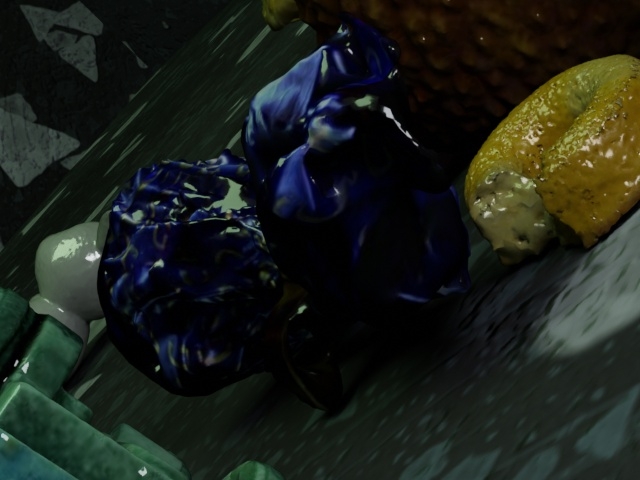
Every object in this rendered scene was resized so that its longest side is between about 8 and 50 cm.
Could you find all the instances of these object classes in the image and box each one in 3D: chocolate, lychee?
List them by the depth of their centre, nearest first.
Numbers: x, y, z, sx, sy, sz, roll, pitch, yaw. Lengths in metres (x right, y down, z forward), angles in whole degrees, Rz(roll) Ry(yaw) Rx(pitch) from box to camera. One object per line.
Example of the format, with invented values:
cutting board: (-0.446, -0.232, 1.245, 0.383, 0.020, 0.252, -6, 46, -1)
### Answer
chocolate: (-0.001, 0.000, 0.841, 0.126, 0.148, 0.343, -4, -7, -19)
lychee: (0.075, -0.128, 0.891, 0.194, 0.194, 0.194, -44, 10, 10)

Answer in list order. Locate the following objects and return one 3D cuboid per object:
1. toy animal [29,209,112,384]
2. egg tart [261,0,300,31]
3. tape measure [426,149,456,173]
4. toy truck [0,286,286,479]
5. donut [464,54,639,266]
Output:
toy animal: (-0.169, 0.035, 1.532, 0.182, 0.131, 0.127, -53, 42, 2)
egg tart: (0.094, -0.263, 1.435, 0.341, 0.132, 0.341, -45, 11, 12)
tape measure: (0.022, -0.053, 1.053, 0.118, 0.074, 0.125, -49, 15, 4)
toy truck: (-0.130, 0.121, 0.799, 0.156, 0.155, 0.279, -58, 13, -15)
donut: (0.103, -0.036, 0.781, 0.097, 0.043, 0.108, -52, 16, -29)
